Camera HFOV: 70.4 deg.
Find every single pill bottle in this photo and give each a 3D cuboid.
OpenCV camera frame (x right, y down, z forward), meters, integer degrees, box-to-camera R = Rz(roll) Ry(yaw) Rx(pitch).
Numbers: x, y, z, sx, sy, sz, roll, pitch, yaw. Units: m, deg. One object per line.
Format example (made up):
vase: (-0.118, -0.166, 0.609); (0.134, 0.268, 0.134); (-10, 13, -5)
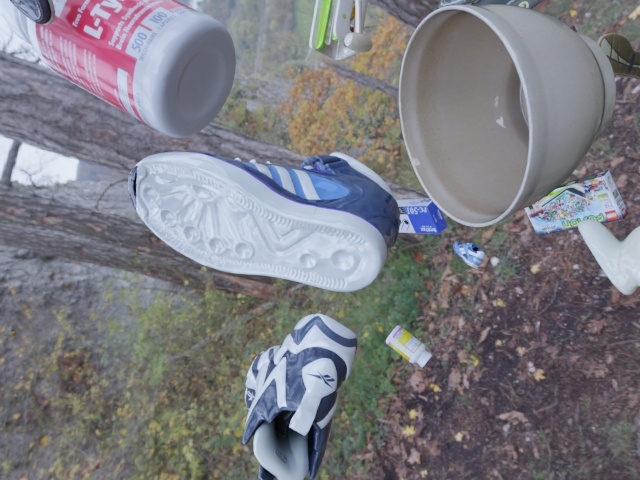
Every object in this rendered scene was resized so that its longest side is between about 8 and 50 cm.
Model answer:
pill bottle: (0.169, 0.203, 0.865); (0.083, 0.043, 0.043); (37, 120, 19)
pill bottle: (-0.389, -0.383, 0.873); (0.229, 0.408, 0.229); (-56, -13, -20)

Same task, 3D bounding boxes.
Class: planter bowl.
planter bowl: (0.148, -0.103, 0.353); (0.162, 0.109, 0.162); (162, 90, -77)

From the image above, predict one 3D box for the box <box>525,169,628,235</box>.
box: (0.606, -0.084, 1.098); (0.207, 0.036, 0.114); (-19, 102, 56)

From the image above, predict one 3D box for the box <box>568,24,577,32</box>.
box: (0.512, -0.431, 1.203); (0.293, 0.073, 0.295); (-20, 21, 44)

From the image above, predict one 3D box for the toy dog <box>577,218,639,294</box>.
toy dog: (0.689, -0.007, 0.688); (0.408, 0.285, 0.395); (-48, 19, 35)

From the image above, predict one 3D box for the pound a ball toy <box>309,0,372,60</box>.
pound a ball toy: (0.094, -0.651, 1.278); (0.208, 0.136, 0.319); (4, 85, 53)

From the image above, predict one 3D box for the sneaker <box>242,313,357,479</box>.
sneaker: (-0.047, 0.199, 0.504); (0.235, 0.094, 0.153); (-46, 13, 42)

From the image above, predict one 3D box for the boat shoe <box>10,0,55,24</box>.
boat shoe: (-0.494, -0.414, 0.676); (0.075, 0.206, 0.065); (-21, 26, 32)

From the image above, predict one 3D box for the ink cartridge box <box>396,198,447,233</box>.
ink cartridge box: (0.275, -0.073, 1.366); (0.207, 0.046, 0.097); (5, 128, 56)

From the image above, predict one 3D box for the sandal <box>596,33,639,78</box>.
sandal: (0.642, -0.389, 0.976); (0.049, 0.180, 0.072); (37, 119, 58)

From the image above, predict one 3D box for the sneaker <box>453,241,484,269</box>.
sneaker: (0.456, 0.033, 1.385); (0.059, 0.053, 0.144); (-63, 21, 18)

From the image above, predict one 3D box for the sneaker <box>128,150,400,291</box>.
sneaker: (-0.051, -0.057, 0.611); (0.236, 0.323, 0.130); (-63, -11, -61)

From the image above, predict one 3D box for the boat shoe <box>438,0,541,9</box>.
boat shoe: (0.278, -0.331, 0.511); (0.305, 0.091, 0.109); (-26, 32, 10)
